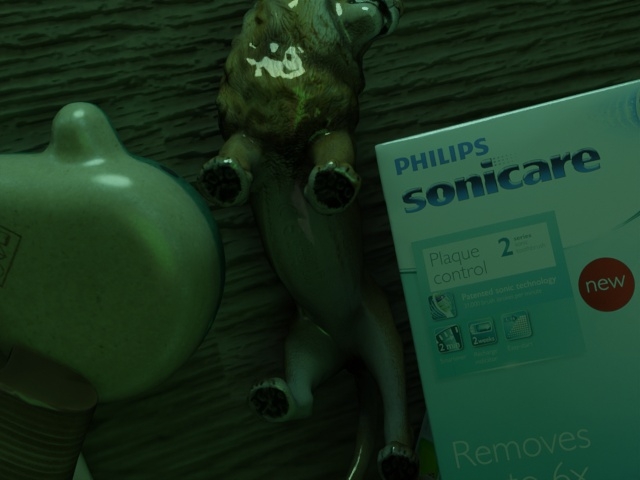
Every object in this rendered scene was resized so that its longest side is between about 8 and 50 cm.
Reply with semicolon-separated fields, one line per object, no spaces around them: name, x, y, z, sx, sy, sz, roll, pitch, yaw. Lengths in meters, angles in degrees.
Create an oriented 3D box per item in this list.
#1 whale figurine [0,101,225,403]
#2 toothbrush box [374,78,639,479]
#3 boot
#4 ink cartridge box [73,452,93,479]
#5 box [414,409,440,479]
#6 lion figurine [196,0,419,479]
whale figurine;-0.197;-0.002;0.727;0.272;0.141;0.216;24;104;4
toothbrush box;0.174;0.065;0.627;0.216;0.126;0.296;-12;79;14
boot;-0.305;0.138;0.657;0.283;0.109;0.220;26;102;-7
ink cartridge box;-0.244;0.243;0.752;0.181;0.056;0.225;-23;99;-17
box;0.199;0.130;0.808;0.126;0.231;0.262;17;88;-20
lion figurine;0.000;0.000;0.773;0.142;0.240;0.392;-2;112;5
